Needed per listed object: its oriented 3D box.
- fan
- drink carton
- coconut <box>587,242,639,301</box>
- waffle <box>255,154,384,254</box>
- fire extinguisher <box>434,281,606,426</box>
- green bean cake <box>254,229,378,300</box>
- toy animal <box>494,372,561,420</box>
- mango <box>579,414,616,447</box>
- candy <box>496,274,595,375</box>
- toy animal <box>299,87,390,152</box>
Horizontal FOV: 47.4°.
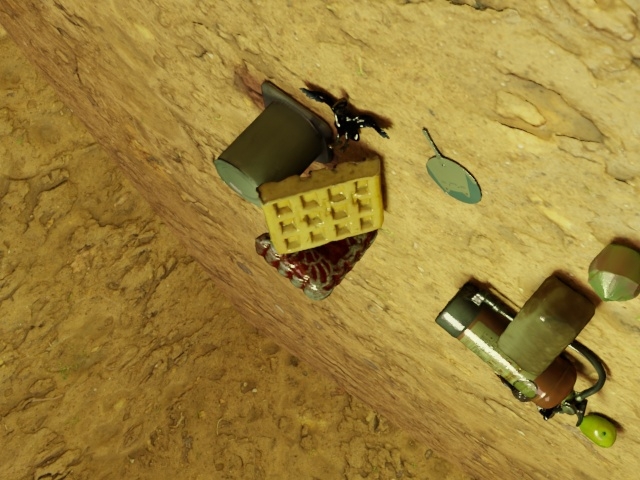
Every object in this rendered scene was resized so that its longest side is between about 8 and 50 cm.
[{"bbox_3d":[0.212,-0.123,1.235,0.113,0.005,0.175,19,152,52],"label":"fan"},{"bbox_3d":[-0.096,-0.173,1.496,0.185,0.189,0.191,33,163,12],"label":"drink carton"},{"bbox_3d":[0.432,0.052,1.065,0.083,0.081,0.082,10,159,40],"label":"coconut"},{"bbox_3d":[0.009,-0.064,1.458,0.221,0.248,0.055,76,178,-61],"label":"waffle"},{"bbox_3d":[0.421,0.235,1.488,0.376,0.113,0.200,40,163,6],"label":"fire extinguisher"},{"bbox_3d":[0.000,0.000,1.629,0.198,0.233,0.097,43,160,7],"label":"green bean cake"},{"bbox_3d":[0.501,0.363,1.754,0.202,0.070,0.105,25,144,50],"label":"toy animal"},{"bbox_3d":[0.616,0.423,1.627,0.073,0.056,0.108,47,166,2],"label":"mango"},{"bbox_3d":[0.404,0.157,1.321,0.104,0.102,0.234,37,157,16],"label":"candy"},{"bbox_3d":[0.044,-0.214,1.316,0.220,0.062,0.108,32,143,33],"label":"toy animal"}]
